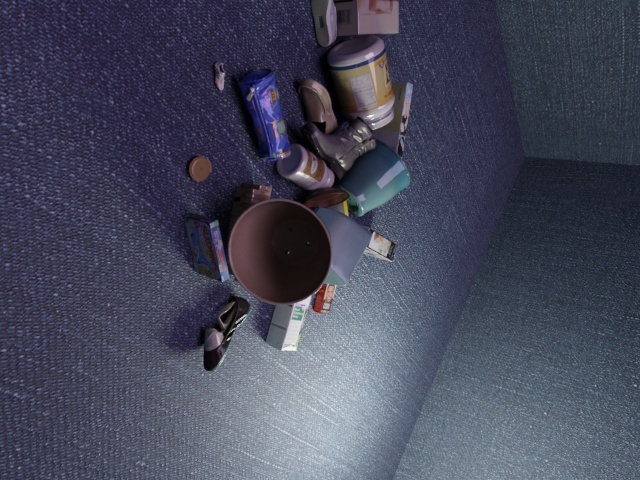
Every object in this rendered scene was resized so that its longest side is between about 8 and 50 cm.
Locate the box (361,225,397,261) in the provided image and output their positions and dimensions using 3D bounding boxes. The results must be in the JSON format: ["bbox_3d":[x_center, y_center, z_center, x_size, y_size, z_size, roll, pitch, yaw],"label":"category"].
[{"bbox_3d":[0.212,0.005,2.230,0.290,0.169,0.087,28,81,-53],"label":"box"}]

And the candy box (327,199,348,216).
[{"bbox_3d":[0.075,-0.085,2.075,0.027,0.105,0.206,-39,130,-45],"label":"candy box"}]

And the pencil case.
[{"bbox_3d":[-0.185,-0.415,1.627,0.133,0.119,0.306,-66,149,-54],"label":"pencil case"}]

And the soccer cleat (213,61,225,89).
[{"bbox_3d":[-0.311,-0.510,1.507,0.029,0.035,0.083,-27,121,-46],"label":"soccer cleat"}]

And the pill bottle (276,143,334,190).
[{"bbox_3d":[-0.049,-0.265,1.839,0.229,0.131,0.131,23,82,-53],"label":"pill bottle"}]

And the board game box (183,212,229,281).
[{"bbox_3d":[-0.358,0.021,1.524,0.035,0.136,0.201,-31,123,-43],"label":"board game box"}]

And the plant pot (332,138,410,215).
[{"bbox_3d":[0.199,-0.248,2.077,0.255,0.271,0.272,-44,134,-16],"label":"plant pot"}]

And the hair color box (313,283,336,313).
[{"bbox_3d":[0.020,0.254,2.157,0.072,0.043,0.141,17,86,-52],"label":"hair color box"}]

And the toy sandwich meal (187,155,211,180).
[{"bbox_3d":[-0.379,-0.226,1.515,0.085,0.029,0.086,-21,119,-43],"label":"toy sandwich meal"}]

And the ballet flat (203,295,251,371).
[{"bbox_3d":[-0.344,0.309,1.679,0.096,0.095,0.280,53,49,-34],"label":"ballet flat"}]

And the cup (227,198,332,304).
[{"bbox_3d":[-0.106,0.022,1.593,0.237,0.331,0.331,-36,133,-77],"label":"cup"}]

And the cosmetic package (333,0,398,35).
[{"bbox_3d":[0.173,-0.883,1.924,0.296,0.153,0.129,-27,122,-47],"label":"cosmetic package"}]

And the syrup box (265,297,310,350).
[{"bbox_3d":[-0.128,0.313,1.943,0.093,0.096,0.237,20,86,-52],"label":"syrup box"}]

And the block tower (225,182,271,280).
[{"bbox_3d":[-0.255,-0.029,1.680,0.091,0.097,0.336,4,95,-53],"label":"block tower"}]

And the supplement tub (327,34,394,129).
[{"bbox_3d":[0.170,-0.622,1.934,0.228,0.228,0.316,-48,134,-32],"label":"supplement tub"}]

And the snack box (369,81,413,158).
[{"bbox_3d":[0.293,-0.534,2.153,0.060,0.187,0.322,-2,103,-52],"label":"snack box"}]

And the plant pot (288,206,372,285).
[{"bbox_3d":[0.000,0.000,1.903,0.252,0.247,0.248,43,66,-31],"label":"plant pot"}]

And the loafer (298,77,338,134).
[{"bbox_3d":[-0.011,-0.494,1.844,0.092,0.102,0.268,-63,142,-25],"label":"loafer"}]

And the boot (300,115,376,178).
[{"bbox_3d":[0.076,-0.403,1.867,0.222,0.118,0.338,-42,149,5],"label":"boot"}]

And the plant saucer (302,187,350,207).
[{"bbox_3d":[0.019,-0.170,1.927,0.198,0.198,0.036,2,73,-52],"label":"plant saucer"}]

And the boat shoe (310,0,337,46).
[{"bbox_3d":[0.019,-0.847,1.807,0.081,0.079,0.228,-44,138,-48],"label":"boat shoe"}]
